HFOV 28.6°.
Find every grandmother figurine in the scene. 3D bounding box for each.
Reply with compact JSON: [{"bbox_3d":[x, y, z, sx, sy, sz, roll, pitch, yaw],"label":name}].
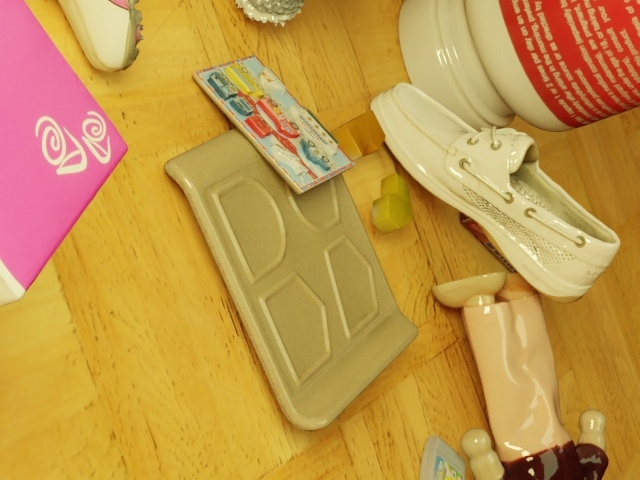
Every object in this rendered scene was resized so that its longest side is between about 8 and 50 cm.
[{"bbox_3d":[0.205,0.202,1.204,0.208,0.104,0.342,-5,81,-33],"label":"grandmother figurine"}]

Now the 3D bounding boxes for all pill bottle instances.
[{"bbox_3d":[0.296,-0.246,1.274,0.229,0.408,0.229,34,46,-46],"label":"pill bottle"}]

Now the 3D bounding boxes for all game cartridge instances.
[{"bbox_3d":[0.107,0.217,1.111,0.056,0.017,0.083,40,43,-35],"label":"game cartridge"}]

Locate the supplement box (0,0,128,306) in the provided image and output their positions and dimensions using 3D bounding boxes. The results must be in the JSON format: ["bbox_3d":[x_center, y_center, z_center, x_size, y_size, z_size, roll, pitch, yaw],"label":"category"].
[{"bbox_3d":[-0.211,-0.021,0.537,0.114,0.220,0.111,56,35,-24],"label":"supplement box"}]

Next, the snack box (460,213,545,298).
[{"bbox_3d":[0.208,-0.005,1.379,0.178,0.022,0.064,40,44,-41],"label":"snack box"}]

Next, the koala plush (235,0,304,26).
[{"bbox_3d":[0.005,-0.289,1.073,0.203,0.196,0.221,37,44,-27],"label":"koala plush"}]

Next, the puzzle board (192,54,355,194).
[{"bbox_3d":[-0.034,-0.097,1.011,0.128,0.011,0.096,48,32,6],"label":"puzzle board"}]

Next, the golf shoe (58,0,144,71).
[{"bbox_3d":[-0.180,-0.198,0.847,0.086,0.067,0.186,-24,100,-27],"label":"golf shoe"}]

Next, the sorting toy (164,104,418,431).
[{"bbox_3d":[0.000,0.000,1.042,0.229,0.041,0.307,63,32,-5],"label":"sorting toy"}]

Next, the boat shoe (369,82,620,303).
[{"bbox_3d":[0.170,-0.067,1.195,0.277,0.096,0.098,43,37,8],"label":"boat shoe"}]
